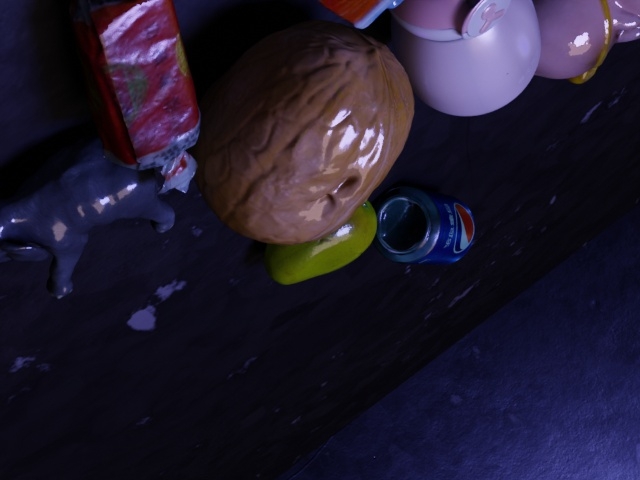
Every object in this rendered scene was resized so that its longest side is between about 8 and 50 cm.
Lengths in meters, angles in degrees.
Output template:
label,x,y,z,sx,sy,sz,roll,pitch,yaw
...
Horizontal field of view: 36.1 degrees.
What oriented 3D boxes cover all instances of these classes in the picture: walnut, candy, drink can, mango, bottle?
label,x,y,z,sx,sy,sz,roll,pitch,yaw
walnut,-0.020,-0.100,0.907,0.193,0.193,0.225,-17,153,-46
candy,-0.143,-0.131,0.752,0.086,0.059,0.292,-35,147,-20
drink can,0.162,-0.020,1.518,0.118,0.118,0.205,-44,161,18
mango,0.001,-0.003,1.305,0.163,0.089,0.117,-30,159,-19
bottle,0.130,-0.226,0.944,0.147,0.147,0.236,-39,158,4

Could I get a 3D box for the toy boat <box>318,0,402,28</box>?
label,x,y,z,sx,sy,sz,roll,pitch,yaw
toy boat,0.112,-0.306,0.713,0.133,0.145,0.332,1,143,-45

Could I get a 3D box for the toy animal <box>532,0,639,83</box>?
label,x,y,z,sx,sy,sz,roll,pitch,yaw
toy animal,0.320,-0.280,1.169,0.248,0.149,0.165,-46,174,2

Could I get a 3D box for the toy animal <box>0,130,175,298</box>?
label,x,y,z,sx,sy,sz,roll,pitch,yaw
toy animal,-0.249,-0.011,0.861,0.269,0.082,0.137,-27,156,-18
